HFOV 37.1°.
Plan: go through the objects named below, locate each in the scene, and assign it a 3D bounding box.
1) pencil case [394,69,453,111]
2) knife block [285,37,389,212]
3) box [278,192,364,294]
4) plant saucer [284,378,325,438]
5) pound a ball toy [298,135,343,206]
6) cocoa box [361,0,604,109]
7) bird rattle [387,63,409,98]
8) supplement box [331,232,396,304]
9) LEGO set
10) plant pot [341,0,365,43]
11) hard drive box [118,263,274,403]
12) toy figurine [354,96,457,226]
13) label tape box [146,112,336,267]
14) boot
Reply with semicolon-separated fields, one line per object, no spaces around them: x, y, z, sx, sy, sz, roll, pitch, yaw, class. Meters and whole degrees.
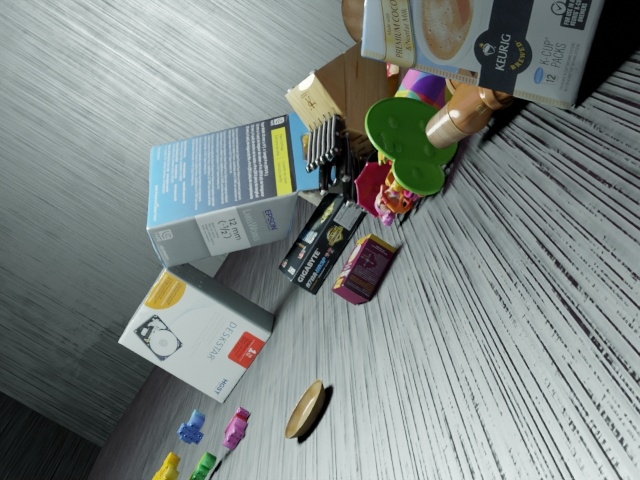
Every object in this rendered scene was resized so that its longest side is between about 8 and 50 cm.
0.171;-0.238;1.414;0.236;0.104;0.104;-57;8;-10;pencil case
0.069;-0.194;1.614;0.088;0.242;0.276;-28;10;48;knife block
0.000;0.000;1.703;0.175;0.051;0.220;-58;9;0;box
-0.016;0.209;1.168;0.083;0.015;0.083;-56;9;14;plant saucer
0.031;-0.198;1.956;0.208;0.136;0.319;-60;9;-14;pound a ball toy
0.183;-0.345;0.900;0.347;0.228;0.231;92;-161;-50;cocoa box
0.138;-0.289;1.744;0.253;0.143;0.207;132;151;-61;bird rattle
0.057;0.039;1.270;0.083;0.043;0.055;-61;11;-17;supplement box
-0.205;0.354;1.481;0.227;0.087;0.093;-59;8;1;LEGO set
0.176;-0.480;2.022;0.215;0.215;0.230;-56;23;12;plant pot
-0.233;0.167;1.811;0.181;0.232;0.089;-56;9;16;hard drive box
0.106;-0.082;1.320;0.159;0.130;0.173;112;158;-49;toy figurine
-0.139;-0.103;1.771;0.249;0.348;0.115;-98;-5;-48;label tape box
0.220;-0.204;1.181;0.152;0.073;0.197;-35;21;49;boot
